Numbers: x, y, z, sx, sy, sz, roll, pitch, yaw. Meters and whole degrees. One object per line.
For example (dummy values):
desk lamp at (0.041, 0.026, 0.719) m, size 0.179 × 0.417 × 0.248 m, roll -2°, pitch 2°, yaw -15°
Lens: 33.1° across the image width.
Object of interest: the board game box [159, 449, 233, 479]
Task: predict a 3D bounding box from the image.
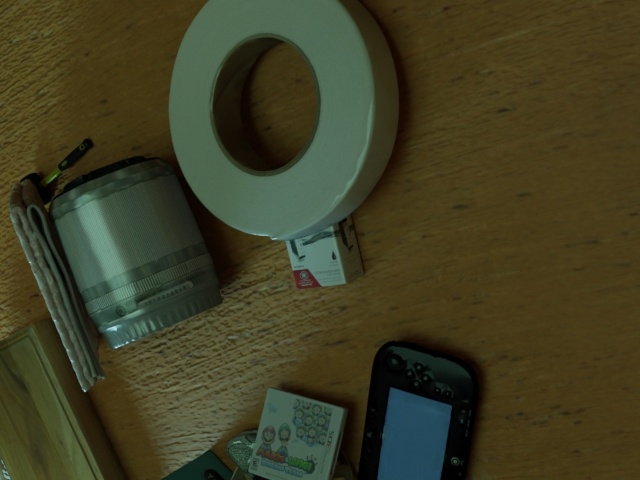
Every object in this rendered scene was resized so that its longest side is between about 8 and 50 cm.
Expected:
board game box at (-0.218, 0.518, 1.772) m, size 0.254 × 0.336 × 0.079 m, roll 42°, pitch 122°, yaw 19°

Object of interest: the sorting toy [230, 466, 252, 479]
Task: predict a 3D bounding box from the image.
sorting toy at (-0.128, 0.431, 1.847) m, size 0.083 × 0.075 × 0.045 m, roll 35°, pitch 120°, yaw 23°

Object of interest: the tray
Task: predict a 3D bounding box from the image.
tray at (-0.528, 0.380, 2.083) m, size 0.203 × 0.076 × 0.411 m, roll -27°, pitch 86°, yaw 21°

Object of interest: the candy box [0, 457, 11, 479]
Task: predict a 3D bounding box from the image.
candy box at (-0.628, 0.432, 2.212) m, size 0.109 × 0.053 × 0.186 m, roll -6°, pitch 98°, yaw 35°

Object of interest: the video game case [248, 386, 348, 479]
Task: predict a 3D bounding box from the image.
video game case at (-0.037, 0.322, 1.727) m, size 0.157 × 0.019 × 0.143 m, roll 9°, pitch 83°, yaw 37°

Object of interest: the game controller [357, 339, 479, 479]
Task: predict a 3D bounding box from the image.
game controller at (0.145, 0.307, 1.628) m, size 0.166 × 0.067 × 0.319 m, roll 18°, pitch 114°, yaw 30°

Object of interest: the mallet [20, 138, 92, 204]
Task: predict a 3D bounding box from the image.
mallet at (-0.483, -0.136, 1.962) m, size 0.190 × 0.039 × 0.062 m, roll -43°, pitch 81°, yaw 31°

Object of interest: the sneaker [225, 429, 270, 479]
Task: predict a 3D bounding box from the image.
sneaker at (-0.070, 0.394, 1.786) m, size 0.225 × 0.093 × 0.088 m, roll 30°, pitch 118°, yaw 26°

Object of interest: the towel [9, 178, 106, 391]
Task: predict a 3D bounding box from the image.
towel at (-0.450, 0.067, 1.849) m, size 0.317 × 0.053 × 0.331 m, roll -149°, pitch 39°, yaw -72°

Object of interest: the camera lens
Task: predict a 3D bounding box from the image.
camera lens at (-0.302, 0.014, 1.759) m, size 0.219 × 0.219 × 0.274 m, roll -23°, pitch 89°, yaw 37°

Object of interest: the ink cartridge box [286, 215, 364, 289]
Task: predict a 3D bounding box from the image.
ink cartridge box at (0.000, 0.000, 1.646) m, size 0.099 × 0.056 × 0.135 m, roll -9°, pitch 98°, yaw 36°

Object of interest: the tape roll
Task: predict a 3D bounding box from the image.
tape roll at (-0.063, -0.197, 1.587) m, size 0.392 × 0.072 × 0.392 m, roll 3°, pitch 94°, yaw 36°

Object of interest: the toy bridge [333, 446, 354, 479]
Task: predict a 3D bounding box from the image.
toy bridge at (0.023, 0.371, 1.726) m, size 0.026 × 0.063 × 0.188 m, roll -41°, pitch 58°, yaw 35°
